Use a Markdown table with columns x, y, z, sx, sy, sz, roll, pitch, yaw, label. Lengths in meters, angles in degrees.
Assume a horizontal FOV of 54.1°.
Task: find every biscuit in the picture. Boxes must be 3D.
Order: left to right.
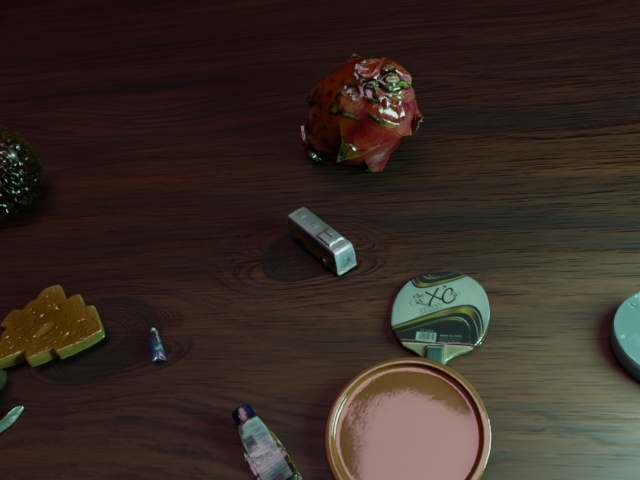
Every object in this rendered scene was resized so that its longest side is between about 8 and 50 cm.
| x | y | z | sx | sy | sz | roll | pitch | yaw | label |
| --- | --- | --- | --- | --- | --- | --- | --- | --- | --- |
| -0.522 | 0.175 | 1.232 | 0.238 | 0.041 | 0.212 | 5 | 40 | 19 | biscuit |

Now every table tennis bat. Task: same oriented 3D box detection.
| x | y | z | sx | sy | sz | roll | pitch | yaw | label |
| --- | --- | --- | --- | --- | --- | --- | --- | --- | --- |
| 0.200 | 0.163 | 1.079 | 0.173 | 0.022 | 0.301 | 1 | 43 | 18 | table tennis bat |

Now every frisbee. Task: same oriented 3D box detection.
| x | y | z | sx | sy | sz | roll | pitch | yaw | label |
| --- | --- | --- | --- | --- | --- | --- | --- | --- | --- |
| 0.127 | 0.289 | 0.941 | 0.250 | 0.021 | 0.251 | -10 | 51 | 12 | frisbee |

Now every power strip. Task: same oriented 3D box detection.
| x | y | z | sx | sy | sz | roll | pitch | yaw | label |
| --- | --- | --- | --- | --- | --- | --- | --- | --- | --- |
| 0.542 | 0.174 | 0.963 | 0.137 | 0.044 | 0.216 | -32 | 46 | -18 | power strip |

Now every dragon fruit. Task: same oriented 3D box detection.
| x | y | z | sx | sy | sz | roll | pitch | yaw | label |
| --- | --- | --- | --- | --- | --- | --- | --- | --- | --- |
| 0.087 | -0.278 | 1.411 | 0.315 | 0.250 | 0.250 | -45 | 32 | 31 | dragon fruit |

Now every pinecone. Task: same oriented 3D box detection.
| x | y | z | sx | sy | sz | roll | pitch | yaw | label |
| --- | --- | --- | --- | --- | --- | --- | --- | --- | --- |
| -0.832 | -0.153 | 1.516 | 0.292 | 0.246 | 0.246 | -26 | 43 | 6 | pinecone |

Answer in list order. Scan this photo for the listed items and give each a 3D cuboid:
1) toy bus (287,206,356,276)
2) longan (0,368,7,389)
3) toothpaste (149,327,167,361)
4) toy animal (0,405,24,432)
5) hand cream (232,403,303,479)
| x | y | z | sx | sy | sz | roll | pitch | yaw | label |
| --- | --- | --- | --- | --- | --- | --- | --- | --- | --- |
| 0.000 | 0.000 | 1.260 | 0.057 | 0.072 | 0.172 | -31 | 46 | -23 | toy bus |
| -0.661 | 0.258 | 1.102 | 0.204 | 0.159 | 0.184 | -1 | 13 | -44 | longan |
| -0.306 | 0.195 | 1.172 | 0.027 | 0.019 | 0.083 | -2 | 39 | -24 | toothpaste |
| -0.600 | 0.361 | 1.059 | 0.216 | 0.041 | 0.075 | -29 | 44 | -22 | toy animal |
| -0.089 | 0.326 | 0.973 | 0.062 | 0.039 | 0.163 | -26 | 50 | -16 | hand cream |
